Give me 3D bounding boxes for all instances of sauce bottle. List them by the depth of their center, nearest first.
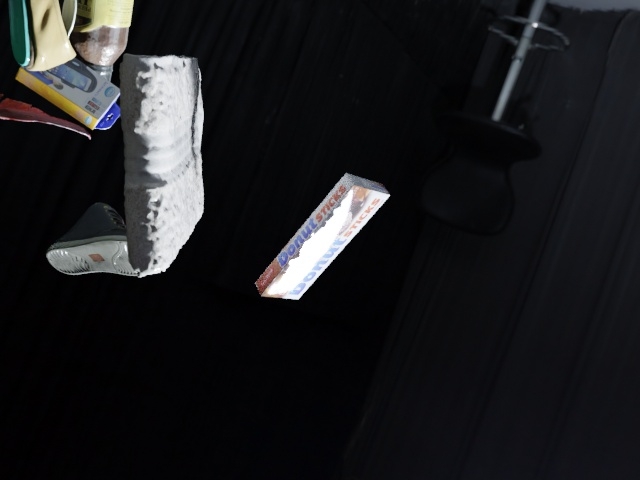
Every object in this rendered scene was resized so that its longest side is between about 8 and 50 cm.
[{"bbox_3d":[-0.405,-0.422,1.203,0.112,0.344,0.111,13,-158,-5],"label":"sauce bottle"}]

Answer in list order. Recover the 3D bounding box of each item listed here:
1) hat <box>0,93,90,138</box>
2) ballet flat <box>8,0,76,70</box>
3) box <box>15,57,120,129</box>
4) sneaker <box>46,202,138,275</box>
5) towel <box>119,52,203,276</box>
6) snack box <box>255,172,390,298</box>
[{"bbox_3d":[-0.382,-0.141,0.705,0.183,0.208,0.173,56,159,-16],"label":"hat"},{"bbox_3d":[-0.310,-0.303,0.713,0.073,0.232,0.080,-21,-133,-36],"label":"ballet flat"},{"bbox_3d":[-0.347,-0.216,0.923,0.136,0.081,0.028,33,133,-17],"label":"box"},{"bbox_3d":[-0.323,-0.013,1.040,0.222,0.118,0.083,-1,135,21],"label":"sneaker"},{"bbox_3d":[-0.149,-0.088,0.652,0.049,0.187,0.282,0,-165,-4],"label":"towel"},{"bbox_3d":[0.000,0.000,0.738,0.064,0.178,0.022,10,-141,-47],"label":"snack box"}]
